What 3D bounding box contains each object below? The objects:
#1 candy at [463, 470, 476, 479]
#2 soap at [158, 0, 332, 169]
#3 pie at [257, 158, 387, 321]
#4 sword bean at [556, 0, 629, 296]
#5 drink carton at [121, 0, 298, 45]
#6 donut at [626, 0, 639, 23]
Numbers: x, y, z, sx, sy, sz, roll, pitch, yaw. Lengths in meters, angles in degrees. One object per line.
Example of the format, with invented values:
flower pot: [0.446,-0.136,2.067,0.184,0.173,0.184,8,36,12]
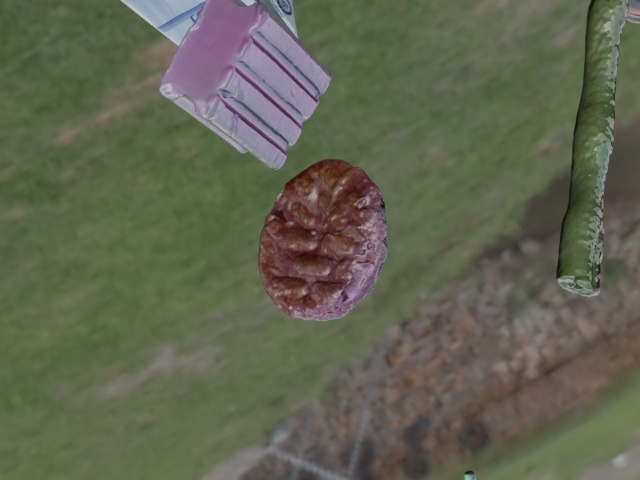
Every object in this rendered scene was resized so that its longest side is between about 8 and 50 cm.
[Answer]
candy: [0.124,0.262,1.187,0.061,0.202,0.061,-7,-159,3]
soap: [-0.069,-0.154,1.541,0.122,0.065,0.203,-60,157,-3]
pie: [0.000,0.000,1.445,0.154,0.154,0.036,-37,148,30]
sword bean: [0.219,-0.083,1.271,0.038,0.269,0.043,11,160,-3]
drink carton: [-0.163,-0.325,1.934,0.130,0.106,0.315,-21,149,23]
donut: [0.366,-0.366,1.707,0.269,0.270,0.103,-23,-161,-26]
